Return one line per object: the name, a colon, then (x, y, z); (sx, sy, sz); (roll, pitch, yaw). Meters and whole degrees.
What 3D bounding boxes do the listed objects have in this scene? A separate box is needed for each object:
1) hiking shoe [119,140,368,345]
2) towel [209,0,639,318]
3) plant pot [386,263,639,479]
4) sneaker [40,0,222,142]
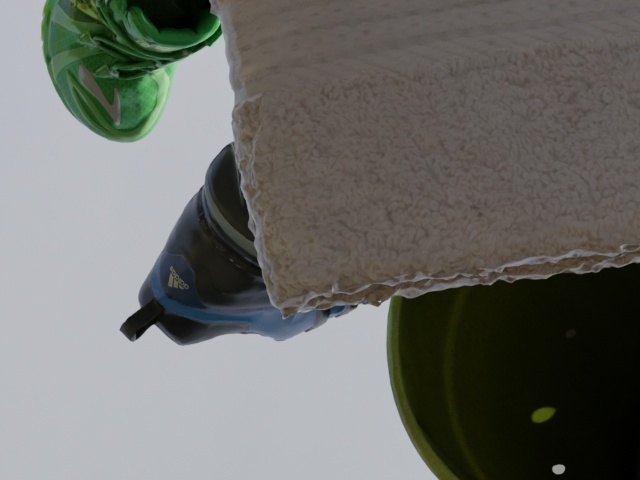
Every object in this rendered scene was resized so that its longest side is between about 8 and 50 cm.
hiking shoe: (0.000, 0.000, 1.001); (0.132, 0.304, 0.113); (-44, -115, 27)
towel: (0.099, -0.078, 0.594); (0.282, 0.049, 0.187); (-8, -108, -12)
plant pot: (0.294, 0.111, 1.176); (0.366, 0.353, 0.366); (-17, -126, 25)
sneaker: (-0.131, -0.165, 1.095); (0.109, 0.295, 0.123); (-4, -127, -20)
